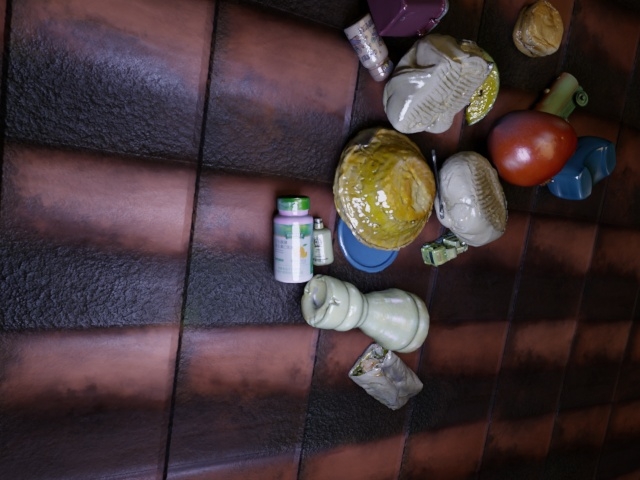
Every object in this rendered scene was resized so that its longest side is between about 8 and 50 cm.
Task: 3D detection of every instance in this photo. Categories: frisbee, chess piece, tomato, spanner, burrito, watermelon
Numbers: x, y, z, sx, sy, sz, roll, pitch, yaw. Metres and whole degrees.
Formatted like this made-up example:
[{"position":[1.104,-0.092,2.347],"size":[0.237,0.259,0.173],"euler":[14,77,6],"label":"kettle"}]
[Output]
[{"position":[0.175,-0.029,1.702],"size":[0.289,0.049,0.289],"euler":[1,89,-31],"label":"frisbee"},{"position":[0.155,0.248,1.627],"size":[0.442,0.234,0.234],"euler":[19,91,-35],"label":"chess piece"},{"position":[0.800,-0.365,1.818],"size":[0.321,0.321,0.321],"euler":[-6,103,-26],"label":"tomato"},{"position":[0.412,-0.198,1.649],"size":[0.015,0.054,0.254],"euler":[-7,73,11],"label":"spanner"},{"position":[0.280,0.546,1.835],"size":[0.332,0.135,0.190],"euler":[45,72,-30],"label":"burrito"},{"position":[0.609,-0.601,1.794],"size":[0.129,0.123,0.301],"euler":[-11,104,-3],"label":"watermelon"}]

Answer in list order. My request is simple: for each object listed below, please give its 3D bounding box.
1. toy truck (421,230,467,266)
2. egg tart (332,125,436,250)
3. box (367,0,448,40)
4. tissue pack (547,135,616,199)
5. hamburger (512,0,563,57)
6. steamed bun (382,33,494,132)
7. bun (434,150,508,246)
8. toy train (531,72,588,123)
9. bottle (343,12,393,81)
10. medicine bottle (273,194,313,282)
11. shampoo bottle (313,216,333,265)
[{"position":[0.504,0.033,1.852],"size":[0.191,0.116,0.085],"euler":[-24,109,-22],"label":"toy truck"},{"position":[0.251,-0.178,1.618],"size":[0.443,0.178,0.443],"euler":[1,89,-32],"label":"egg tart"},{"position":[0.251,-0.791,1.467],"size":[0.167,0.193,0.294],"euler":[-15,85,-28],"label":"box"},{"position":[1.121,-0.321,2.056],"size":[0.287,0.206,0.198],"euler":[-41,124,-12],"label":"tissue pack"},{"position":[0.868,-0.836,1.866],"size":[0.213,0.108,0.214],"euler":[-6,102,-27],"label":"hamburger"},{"position":[0.366,-0.544,1.602],"size":[0.394,0.237,0.346],"euler":[-31,151,-4],"label":"steamed bun"},{"position":[0.547,-0.152,1.760],"size":[0.359,0.211,0.360],"euler":[19,64,-47],"label":"bun"},{"position":[1.006,-0.577,1.996],"size":[0.177,0.116,0.285],"euler":[43,80,-15],"label":"toy train"},{"position":[0.171,-0.631,1.549],"size":[0.097,0.110,0.209],"euler":[-41,115,-9],"label":"bottle"},{"position":[-0.089,-0.009,1.531],"size":[0.133,0.133,0.274],"euler":[-5,101,-26],"label":"medicine bottle"},{"position":[0.000,0.000,1.607],"size":[0.079,0.079,0.162],"euler":[-13,106,-24],"label":"shampoo bottle"}]
